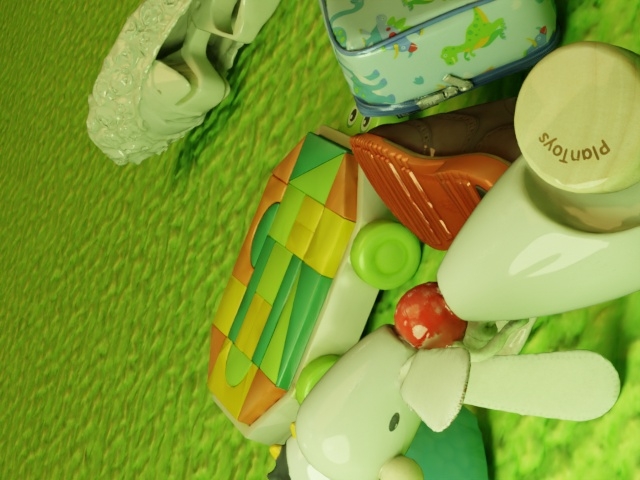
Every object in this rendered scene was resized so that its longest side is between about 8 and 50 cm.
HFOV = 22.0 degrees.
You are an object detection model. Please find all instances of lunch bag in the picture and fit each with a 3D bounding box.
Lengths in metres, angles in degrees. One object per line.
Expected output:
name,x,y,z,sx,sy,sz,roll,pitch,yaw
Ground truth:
lunch bag,0.087,-0.198,1.267,0.176,0.090,0.219,-22,40,7

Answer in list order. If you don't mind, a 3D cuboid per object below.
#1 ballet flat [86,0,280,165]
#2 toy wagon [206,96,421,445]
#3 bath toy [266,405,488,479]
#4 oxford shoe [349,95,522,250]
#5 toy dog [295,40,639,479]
ballet flat,-0.132,-0.234,1.829,0.409,0.147,0.147,-59,25,21
toy wagon,0.000,0.000,1.417,0.344,0.068,0.267,-69,23,5
bath toy,-0.019,0.232,1.199,0.348,0.129,0.151,-55,27,34
oxford shoe,0.110,-0.053,1.195,0.098,0.097,0.271,-39,24,-14
toy dog,0.138,0.044,0.957,0.161,0.220,0.333,52,134,27
